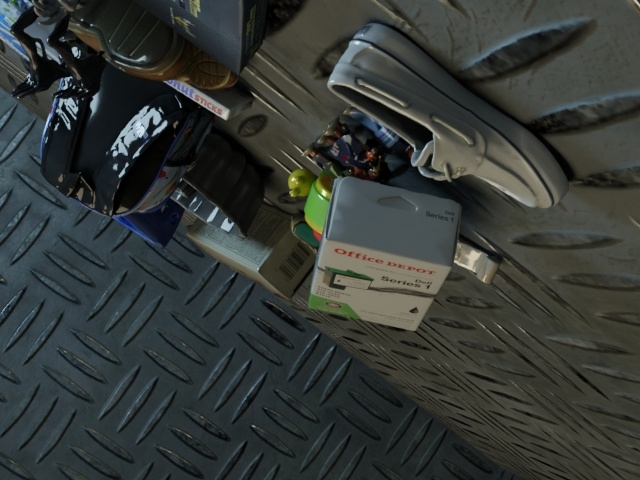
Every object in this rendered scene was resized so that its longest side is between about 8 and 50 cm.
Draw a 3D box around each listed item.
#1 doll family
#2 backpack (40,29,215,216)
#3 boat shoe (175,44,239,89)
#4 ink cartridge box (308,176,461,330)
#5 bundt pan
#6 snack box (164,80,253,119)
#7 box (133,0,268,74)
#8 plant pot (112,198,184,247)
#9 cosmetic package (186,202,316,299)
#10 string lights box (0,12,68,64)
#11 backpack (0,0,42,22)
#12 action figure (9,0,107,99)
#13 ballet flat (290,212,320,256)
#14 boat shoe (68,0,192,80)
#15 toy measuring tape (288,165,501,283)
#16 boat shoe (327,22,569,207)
[{"bbox_3d":[0.056,-0.107,1.060,0.111,0.076,0.193,42,166,-7],"label":"doll family"},{"bbox_3d":[-0.317,-0.176,1.410,0.276,0.263,0.213,34,-172,16],"label":"backpack"},{"bbox_3d":[-0.150,-0.238,1.191,0.060,0.064,0.178,6,-171,-33],"label":"boat shoe"},{"bbox_3d":[0.075,0.023,1.113,0.160,0.093,0.219,12,154,0],"label":"ink cartridge box"},{"bbox_3d":[-0.244,-0.145,1.686,0.330,0.124,0.331,34,169,8],"label":"bundt pan"},{"bbox_3d":[-0.188,-0.237,1.286,0.178,0.064,0.022,33,128,15],"label":"snack box"},{"bbox_3d":[-0.144,-0.287,0.938,0.183,0.059,0.233,35,170,-1],"label":"box"},{"bbox_3d":[-0.420,-0.156,1.949,0.236,0.212,0.236,27,166,37],"label":"plant pot"},{"bbox_3d":[-0.146,0.002,1.945,0.296,0.153,0.129,26,165,47],"label":"cosmetic package"},{"bbox_3d":[-0.533,-0.394,1.640,0.133,0.077,0.259,40,169,-27],"label":"string lights box"},{"bbox_3d":[-0.514,-0.422,1.442,0.114,0.084,0.105,41,166,-10],"label":"backpack"},{"bbox_3d":[-0.341,-0.299,1.034,0.164,0.141,0.276,13,129,21],"label":"action figure"},{"bbox_3d":[0.000,0.000,1.786,0.168,0.057,0.052,47,-167,-32],"label":"ballet flat"},{"bbox_3d":[-0.250,-0.283,1.199,0.307,0.111,0.104,38,179,43],"label":"boat shoe"},{"bbox_3d":[0.087,-0.017,1.224,0.330,0.121,0.121,28,168,18],"label":"toy measuring tape"},{"bbox_3d":[0.121,-0.100,0.848,0.258,0.084,0.095,36,169,-1],"label":"boat shoe"}]
